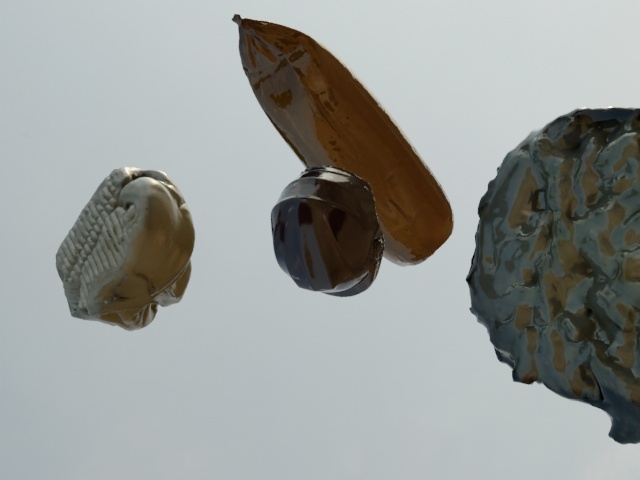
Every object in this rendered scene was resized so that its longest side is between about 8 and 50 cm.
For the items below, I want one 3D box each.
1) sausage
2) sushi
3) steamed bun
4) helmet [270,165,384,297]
[{"bbox_3d":[0.018,-0.110,1.395,0.328,0.112,0.112,50,-128,-24],"label":"sausage"},{"bbox_3d":[0.267,0.015,0.858,0.170,0.350,0.211,-1,-93,-54],"label":"sushi"},{"bbox_3d":[-0.229,0.022,1.775,0.144,0.211,0.218,23,-76,-31],"label":"steamed bun"},{"bbox_3d":[0.000,0.000,1.204,0.070,0.098,0.123,-32,-62,-61],"label":"helmet"}]
